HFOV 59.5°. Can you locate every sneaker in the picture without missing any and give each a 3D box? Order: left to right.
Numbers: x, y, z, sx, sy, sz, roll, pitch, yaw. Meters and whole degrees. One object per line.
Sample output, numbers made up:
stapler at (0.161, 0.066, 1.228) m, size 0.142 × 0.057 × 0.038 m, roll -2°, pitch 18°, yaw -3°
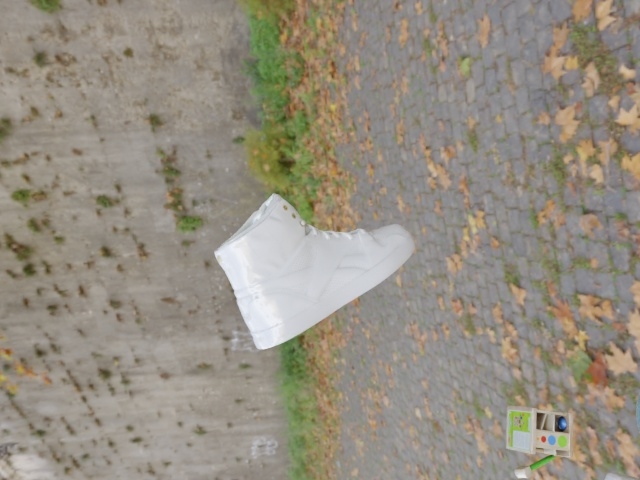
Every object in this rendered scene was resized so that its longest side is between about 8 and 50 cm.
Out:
sneaker at (0.000, 0.000, 0.757) m, size 0.108 × 0.292 × 0.169 m, roll -20°, pitch 98°, yaw 55°

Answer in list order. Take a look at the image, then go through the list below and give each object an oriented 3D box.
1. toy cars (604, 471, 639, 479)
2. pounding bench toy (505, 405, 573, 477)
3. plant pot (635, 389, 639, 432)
toy cars at (0.335, 0.305, 0.565) m, size 0.394 × 0.177 × 0.087 m, roll 43°, pitch -117°, yaw -75°
pounding bench toy at (0.269, 0.249, 0.683) m, size 0.052 × 0.065 × 0.083 m, roll 141°, pitch 139°, yaw -69°
plant pot at (0.658, 0.274, 0.695) m, size 0.334 × 0.341 × 0.341 m, roll 48°, pitch 169°, yaw 0°
